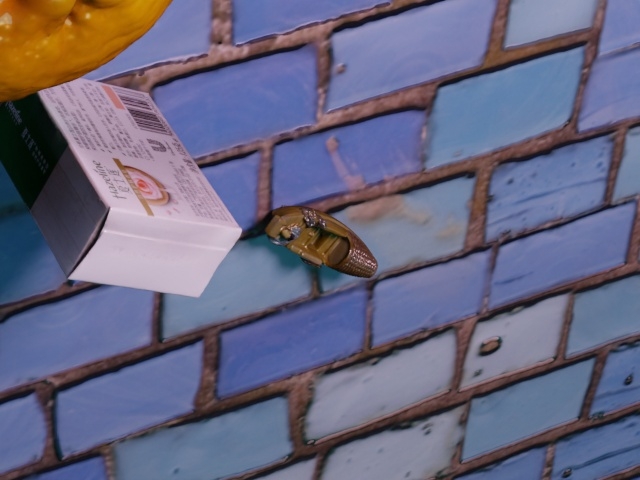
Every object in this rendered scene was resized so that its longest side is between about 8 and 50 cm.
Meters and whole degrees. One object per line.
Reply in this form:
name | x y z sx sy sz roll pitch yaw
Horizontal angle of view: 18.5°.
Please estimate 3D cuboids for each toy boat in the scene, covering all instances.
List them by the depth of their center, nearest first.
toy boat | 0.000 0.000 1.888 0.149 0.049 0.047 23 111 -45

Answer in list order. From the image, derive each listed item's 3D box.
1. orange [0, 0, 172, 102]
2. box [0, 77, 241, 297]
orange | -0.233 -0.248 1.316 0.341 0.293 0.340 -20 134 -22
box | -0.172 -0.049 1.607 0.135 0.199 0.081 10 121 -41
